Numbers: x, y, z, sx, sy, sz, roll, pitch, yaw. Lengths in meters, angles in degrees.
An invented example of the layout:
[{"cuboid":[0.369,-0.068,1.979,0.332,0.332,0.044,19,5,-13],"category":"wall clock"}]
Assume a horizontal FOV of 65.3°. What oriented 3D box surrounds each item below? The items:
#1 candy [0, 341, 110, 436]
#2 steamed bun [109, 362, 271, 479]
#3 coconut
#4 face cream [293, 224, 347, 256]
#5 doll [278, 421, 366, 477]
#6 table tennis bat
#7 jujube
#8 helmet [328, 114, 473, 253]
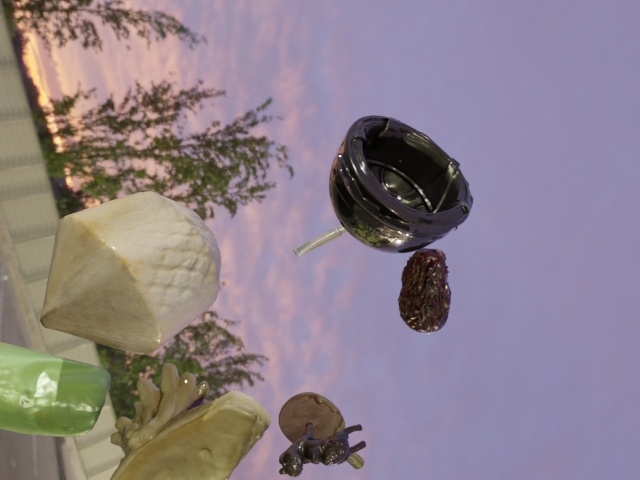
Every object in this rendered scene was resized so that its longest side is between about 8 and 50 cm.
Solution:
[{"cuboid":[-0.587,0.275,0.943,0.132,0.344,0.142,-68,-159,5],"category":"candy"},{"cuboid":[-0.323,0.426,1.061,0.247,0.428,0.189,41,8,-16],"category":"steamed bun"},{"cuboid":[-0.356,0.062,0.918,0.329,0.329,0.328,38,-44,49],"category":"coconut"},{"cuboid":[0.000,0.000,0.966,0.020,0.115,0.038,65,-4,-23],"category":"face cream"},{"cuboid":[-0.006,0.404,0.956,0.139,0.165,0.057,-8,-86,28],"category":"doll"},{"cuboid":[0.010,0.437,1.128,0.234,0.131,0.022,43,6,-10],"category":"table tennis bat"},{"cuboid":[0.192,0.096,0.935,0.104,0.104,0.165,15,-66,60],"category":"jujube"},{"cuboid":[0.110,-0.069,0.811,0.230,0.279,0.160,35,-45,-2],"category":"helmet"}]
